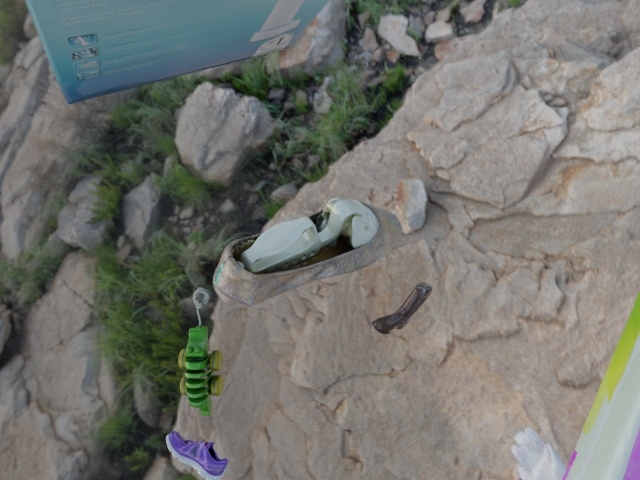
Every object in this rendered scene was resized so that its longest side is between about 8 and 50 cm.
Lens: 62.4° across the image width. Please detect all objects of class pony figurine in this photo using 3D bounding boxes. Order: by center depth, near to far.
[{"bbox_3d":[0.452,0.613,1.089,0.303,0.363,0.351,-44,50,14],"label":"pony figurine"}]

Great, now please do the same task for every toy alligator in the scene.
[{"bbox_3d":[-0.169,0.163,0.732,0.056,0.051,0.190,1,100,7],"label":"toy alligator"}]

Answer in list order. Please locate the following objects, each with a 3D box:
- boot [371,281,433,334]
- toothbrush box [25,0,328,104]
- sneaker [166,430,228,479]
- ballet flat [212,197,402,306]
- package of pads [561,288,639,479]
[{"bbox_3d":[0.157,0.123,0.991,0.037,0.106,0.114,49,119,26],"label":"boot"},{"bbox_3d":[-0.087,-0.208,0.333,0.216,0.295,0.126,-22,97,-19],"label":"toothbrush box"},{"bbox_3d":[-0.292,0.503,1.267,0.170,0.068,0.071,28,85,14],"label":"sneaker"},{"bbox_3d":[0.000,0.000,0.744,0.316,0.106,0.107,-25,58,-28],"label":"ballet flat"},{"bbox_3d":[0.383,0.188,0.485,0.229,0.101,0.296,22,92,8],"label":"package of pads"}]
